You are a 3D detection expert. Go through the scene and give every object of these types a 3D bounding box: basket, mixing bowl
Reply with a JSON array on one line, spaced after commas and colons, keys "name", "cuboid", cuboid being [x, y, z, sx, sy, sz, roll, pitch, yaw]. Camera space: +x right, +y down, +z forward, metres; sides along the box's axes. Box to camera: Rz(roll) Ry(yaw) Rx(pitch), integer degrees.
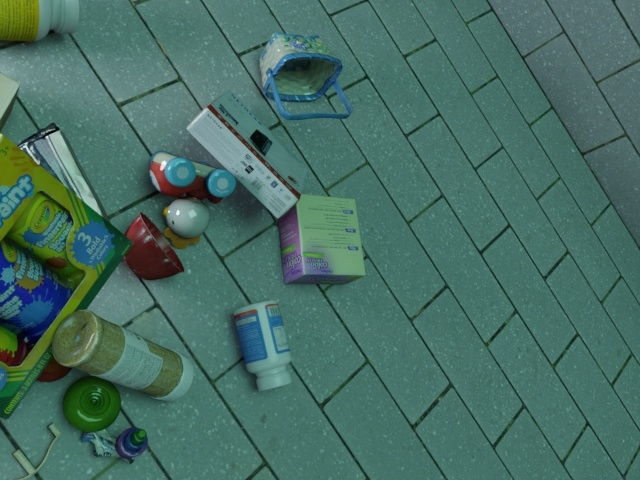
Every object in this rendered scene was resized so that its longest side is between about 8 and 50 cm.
[{"name": "basket", "cuboid": [-0.055, -0.491, 2.008, 0.254, 0.201, 0.289, -9, 69, -36]}, {"name": "mixing bowl", "cuboid": [-0.429, 0.031, 1.621, 0.098, 0.181, 0.181, -35, 95, -3]}]

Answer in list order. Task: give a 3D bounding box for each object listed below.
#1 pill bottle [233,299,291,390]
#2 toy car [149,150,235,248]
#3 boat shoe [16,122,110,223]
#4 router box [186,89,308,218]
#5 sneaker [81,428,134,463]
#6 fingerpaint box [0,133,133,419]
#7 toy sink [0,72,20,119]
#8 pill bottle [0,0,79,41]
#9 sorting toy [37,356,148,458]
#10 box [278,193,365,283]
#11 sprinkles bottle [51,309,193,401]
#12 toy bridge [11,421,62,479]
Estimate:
[{"name": "pill bottle", "cuboid": [-0.147, 0.278, 1.730, 0.124, 0.124, 0.222, -7, 78, -35]}, {"name": "toy car", "cuboid": [-0.358, -0.095, 1.708, 0.210, 0.219, 0.238, 14, 95, -29]}, {"name": "boat shoe", "cuboid": [-0.623, -0.094, 1.566, 0.158, 0.127, 0.341, -26, 99, -10]}, {"name": "router box", "cuboid": [-0.189, -0.248, 1.809, 0.335, 0.082, 0.301, 44, 18, -14]}, {"name": "sneaker", "cuboid": [-0.486, 0.472, 1.491, 0.135, 0.052, 0.058, 40, 63, -5]}, {"name": "fingerpaint box", "cuboid": [-0.652, 0.069, 1.293, 0.445, 0.163, 0.371, -58, 137, -19]}, {"name": "toy sink", "cuboid": [-0.826, -0.338, 1.479, 0.234, 0.153, 0.131, 26, 61, -22]}, {"name": "pill bottle", "cuboid": [-0.770, -0.578, 1.576, 0.334, 0.188, 0.188, -10, 79, -35]}, {"name": "sorting toy", "cuboid": [-0.506, 0.326, 1.442, 0.365, 0.126, 0.127, 47, 47, 1]}, {"name": "box", "cuboid": [0.000, 0.000, 1.928, 0.213, 0.117, 0.243, 3, 72, -33]}, {"name": "sprinkles bottle", "cuboid": [-0.423, 0.263, 1.446, 0.355, 0.121, 0.121, 47, 45, -56]}, {"name": "toy bridge", "cuboid": [-0.634, 0.476, 1.400, 0.188, 0.026, 0.063, -40, 98, -36]}]
